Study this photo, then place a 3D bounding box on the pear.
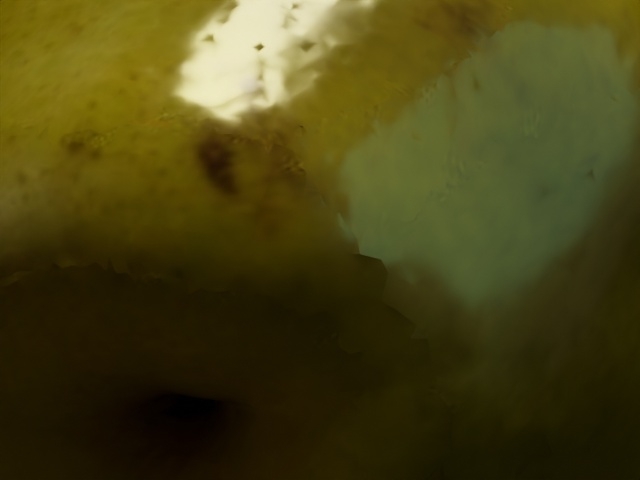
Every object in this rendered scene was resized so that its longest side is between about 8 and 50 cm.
[{"bbox_3d":[0.000,0.000,0.702,0.418,0.362,0.362,-55,127,-67],"label":"pear"}]
